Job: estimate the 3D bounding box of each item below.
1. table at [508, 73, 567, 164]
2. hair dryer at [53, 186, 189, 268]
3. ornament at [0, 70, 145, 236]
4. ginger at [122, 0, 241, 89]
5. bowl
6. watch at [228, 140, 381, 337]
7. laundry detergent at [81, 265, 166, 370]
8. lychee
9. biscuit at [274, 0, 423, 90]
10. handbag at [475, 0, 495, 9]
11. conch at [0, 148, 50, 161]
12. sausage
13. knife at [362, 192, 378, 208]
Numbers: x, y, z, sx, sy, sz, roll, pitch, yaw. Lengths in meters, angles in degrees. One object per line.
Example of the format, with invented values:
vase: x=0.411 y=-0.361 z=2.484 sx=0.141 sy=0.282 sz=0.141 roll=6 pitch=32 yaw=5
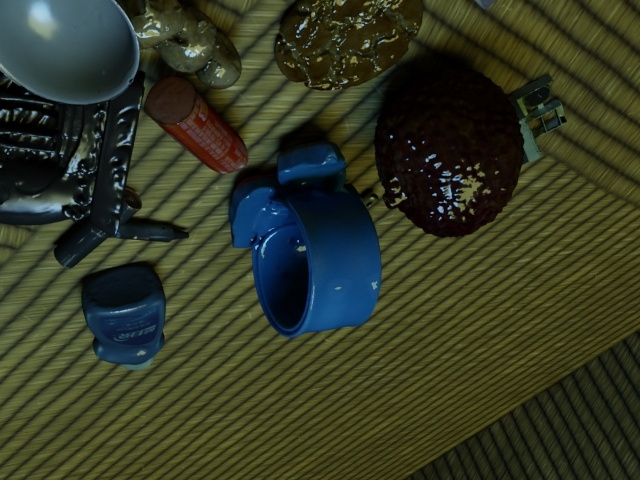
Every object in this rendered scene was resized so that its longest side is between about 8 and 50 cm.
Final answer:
table: x=0.353 y=-0.198 z=1.653 sx=0.175 sy=0.062 sz=0.146 roll=-27 pitch=149 yaw=12
hair dryer: x=-0.313 y=-0.004 z=1.534 sx=0.173 sy=0.050 sz=0.195 roll=-34 pitch=151 yaw=24
ornament: x=-0.366 y=-0.127 z=1.189 sx=0.261 sy=0.106 sz=0.251 roll=10 pitch=105 yaw=-18
ginger: x=-0.178 y=-0.257 z=1.193 sx=0.104 sy=0.080 sz=0.204 roll=-27 pitch=151 yaw=33
bowl: x=-0.293 y=-0.256 z=1.086 sx=0.189 sy=0.086 sz=0.189 roll=5 pitch=137 yaw=5
watch: x=0.000 y=0.000 z=1.518 sx=0.242 sy=0.274 sz=0.305 roll=-7 pitch=151 yaw=-25
laundry detergent: x=-0.352 y=0.162 z=1.711 sx=0.143 sy=0.094 sz=0.290 roll=-18 pitch=149 yaw=-16
lychee: x=0.203 y=-0.137 z=1.468 sx=0.261 sy=0.260 sz=0.260 roll=-17 pitch=149 yaw=-11
biscuit: x=0.042 y=-0.293 z=1.319 sx=0.226 sy=0.042 sz=0.226 roll=-16 pitch=149 yaw=-10
handbag: x=0.223 y=-0.397 z=1.236 sx=0.117 sy=0.095 sz=0.173 roll=-38 pitch=154 yaw=14
conch: x=-0.386 y=-0.092 z=1.300 sx=0.176 sy=0.104 sz=0.094 roll=-3 pitch=122 yaw=-25
sausage: x=-0.165 y=-0.152 z=1.339 sx=0.074 sy=0.074 sz=0.274 roll=-27 pitch=161 yaw=6
knife: x=-0.007 y=-0.005 z=1.757 sx=0.047 sy=0.017 sz=0.298 roll=16 pitch=136 yaw=-44
